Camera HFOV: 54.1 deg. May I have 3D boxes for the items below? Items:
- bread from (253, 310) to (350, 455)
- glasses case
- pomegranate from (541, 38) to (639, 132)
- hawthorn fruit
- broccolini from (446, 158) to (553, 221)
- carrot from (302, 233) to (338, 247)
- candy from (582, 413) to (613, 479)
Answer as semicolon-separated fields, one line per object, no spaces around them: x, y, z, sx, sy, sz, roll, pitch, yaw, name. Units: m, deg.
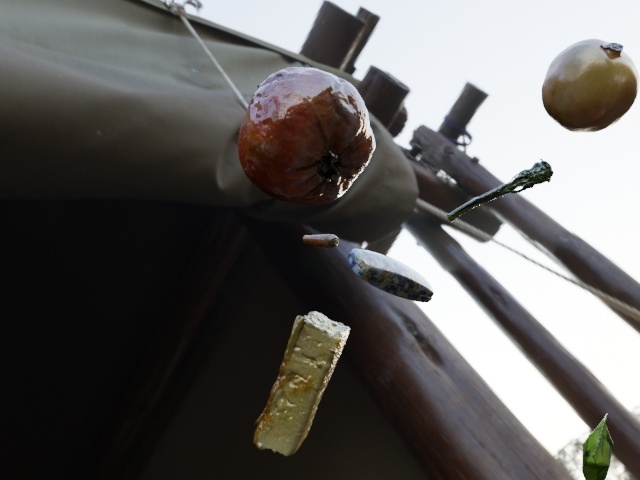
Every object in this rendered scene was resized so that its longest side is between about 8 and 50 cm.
-0.041;0.294;1.317;0.185;0.114;0.274;16;-85;-80;bread
0.157;0.078;1.379;0.248;0.087;0.065;22;-65;-39;glasses case
0.546;-0.317;1.282;0.191;0.191;0.191;-24;-40;-22;pomegranate
-0.041;-0.199;1.085;0.242;0.271;0.242;-20;-42;-19;hawthorn fruit
0.376;-0.098;1.312;0.239;0.051;0.054;-28;-57;5;broccolini
0.000;0.000;1.443;0.032;0.093;0.032;-7;-81;-51;carrot
0.709;0.559;1.612;0.149;0.069;0.246;-59;-32;-41;candy
